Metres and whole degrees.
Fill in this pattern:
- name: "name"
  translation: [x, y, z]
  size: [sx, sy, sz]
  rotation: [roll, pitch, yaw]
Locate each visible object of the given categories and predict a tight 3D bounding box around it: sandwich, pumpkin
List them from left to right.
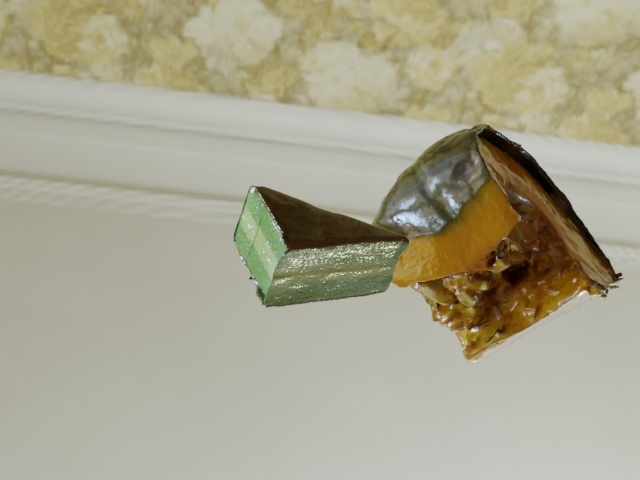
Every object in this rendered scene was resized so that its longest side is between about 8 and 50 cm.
- name: "sandwich"
  translation: [0.000, 0.000, 0.961]
  size: [0.116, 0.074, 0.074]
  rotation: [-5, -132, -29]
- name: "pumpkin"
  translation: [0.216, 0.006, 1.530]
  size: [0.303, 0.225, 0.256]
  rotation: [49, -162, -14]
